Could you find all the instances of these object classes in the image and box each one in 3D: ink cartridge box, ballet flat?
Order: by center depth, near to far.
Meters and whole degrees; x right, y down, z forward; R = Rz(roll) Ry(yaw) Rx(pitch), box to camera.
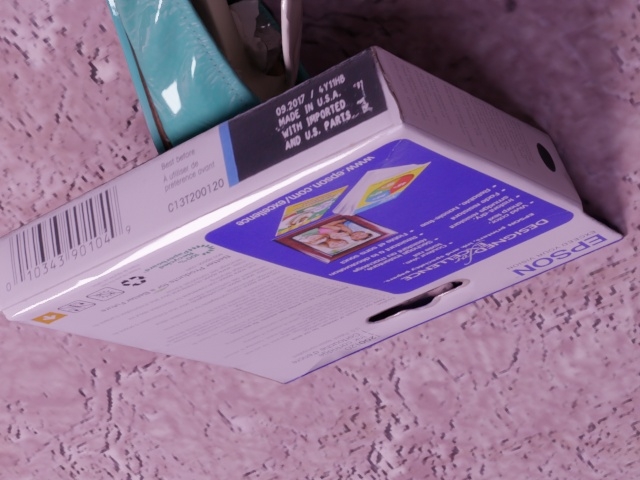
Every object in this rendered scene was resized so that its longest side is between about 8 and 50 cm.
[{"bbox_3d":[-0.059,-0.130,0.629,0.087,0.083,0.247,-14,131,13],"label":"ballet flat"},{"bbox_3d":[0.000,0.000,0.716,0.206,0.045,0.208,-25,155,27],"label":"ink cartridge box"}]
